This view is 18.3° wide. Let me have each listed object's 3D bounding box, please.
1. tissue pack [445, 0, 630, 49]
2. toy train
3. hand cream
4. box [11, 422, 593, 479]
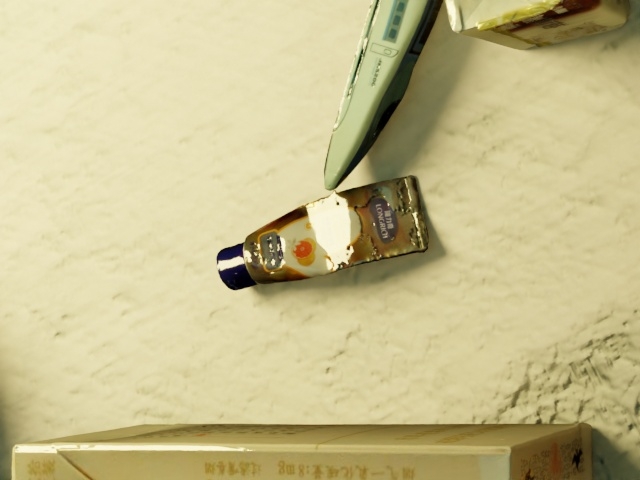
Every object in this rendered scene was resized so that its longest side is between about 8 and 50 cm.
[{"bbox_3d":[0.145,-0.195,1.367,0.099,0.149,0.106,-12,86,22],"label":"tissue pack"},{"bbox_3d":[0.058,-0.151,1.459,0.048,0.055,0.252,19,98,12],"label":"toy train"},{"bbox_3d":[0.000,0.000,1.493,0.163,0.039,0.062,-18,68,20],"label":"hand cream"},{"bbox_3d":[-0.010,0.159,1.406,0.365,0.204,0.051,-2,89,23],"label":"box"}]
